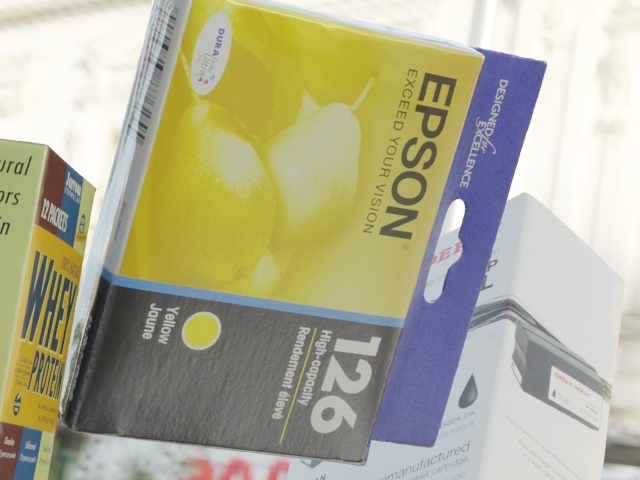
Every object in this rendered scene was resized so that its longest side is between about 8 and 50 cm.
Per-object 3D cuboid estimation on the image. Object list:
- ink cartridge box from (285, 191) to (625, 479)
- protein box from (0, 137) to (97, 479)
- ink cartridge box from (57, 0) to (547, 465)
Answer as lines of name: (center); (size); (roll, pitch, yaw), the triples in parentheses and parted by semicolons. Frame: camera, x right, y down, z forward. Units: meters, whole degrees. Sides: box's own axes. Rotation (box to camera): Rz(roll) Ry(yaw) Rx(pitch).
ink cartridge box: (0.126, 0.183, 1.876); (0.285, 0.395, 0.166); (-29, -59, 36)
protein box: (-0.250, 0.043, 1.079); (0.199, 0.201, 0.136); (8, -8, 6)
ink cartridge box: (0.000, 0.000, 1.289); (0.307, 0.304, 0.072); (9, 13, -26)
